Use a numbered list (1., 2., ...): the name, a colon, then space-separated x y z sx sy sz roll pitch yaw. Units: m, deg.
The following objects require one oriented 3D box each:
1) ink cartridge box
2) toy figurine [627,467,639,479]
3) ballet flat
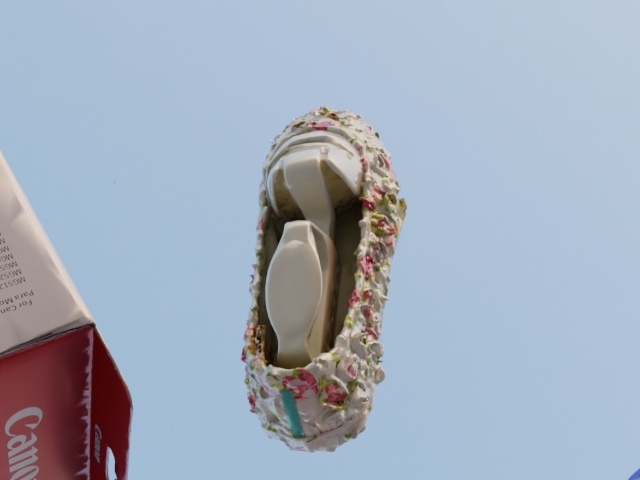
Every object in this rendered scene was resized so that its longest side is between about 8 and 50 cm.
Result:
1. ink cartridge box: -0.269 0.124 0.974 0.130 0.309 0.272 -21 -122 -25
2. toy figurine: 0.149 0.043 0.282 0.191 0.217 0.362 37 -74 -14
3. ballet flat: 0.000 0.000 0.654 0.091 0.077 0.241 -10 -129 12
